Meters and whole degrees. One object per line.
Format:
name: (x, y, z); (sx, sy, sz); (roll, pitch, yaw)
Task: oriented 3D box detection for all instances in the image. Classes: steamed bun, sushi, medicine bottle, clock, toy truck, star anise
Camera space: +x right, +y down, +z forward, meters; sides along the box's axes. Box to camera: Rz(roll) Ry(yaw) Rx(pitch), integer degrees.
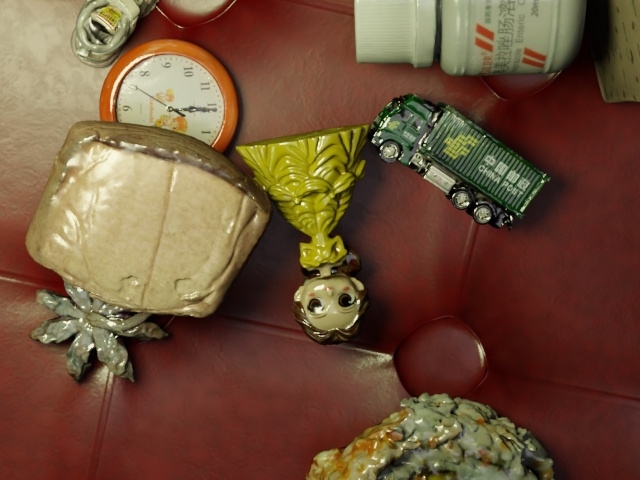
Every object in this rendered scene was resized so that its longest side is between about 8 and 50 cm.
steamed bun: (-0.238, -0.038, 1.620); (0.301, 0.199, 0.251); (21, 100, -15)
sushi: (0.183, 0.436, 1.772); (0.418, 0.176, 0.417); (-1, 100, -3)
medicine bottle: (0.199, -0.349, 1.599); (0.306, 0.245, 0.245); (-1, 100, 3)
clock: (-0.222, -0.193, 1.697); (0.205, 0.051, 0.205); (-1, 102, -6)
toy truck: (0.199, -0.123, 1.720); (0.259, 0.088, 0.121); (33, 98, -10)
star anise: (-0.322, 0.107, 1.732); (0.262, 0.081, 0.230); (-25, 90, 3)

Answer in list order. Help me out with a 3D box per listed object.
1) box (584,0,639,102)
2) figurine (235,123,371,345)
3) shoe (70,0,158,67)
box: (0.514, -0.303, 1.604); (0.225, 0.297, 0.190); (-17, 98, 0)
figurine: (0.001, 0.001, 1.685); (0.187, 0.168, 0.315); (-15, 100, -28)
shoe: (-0.298, -0.330, 1.647); (0.089, 0.092, 0.180); (35, 96, -8)
